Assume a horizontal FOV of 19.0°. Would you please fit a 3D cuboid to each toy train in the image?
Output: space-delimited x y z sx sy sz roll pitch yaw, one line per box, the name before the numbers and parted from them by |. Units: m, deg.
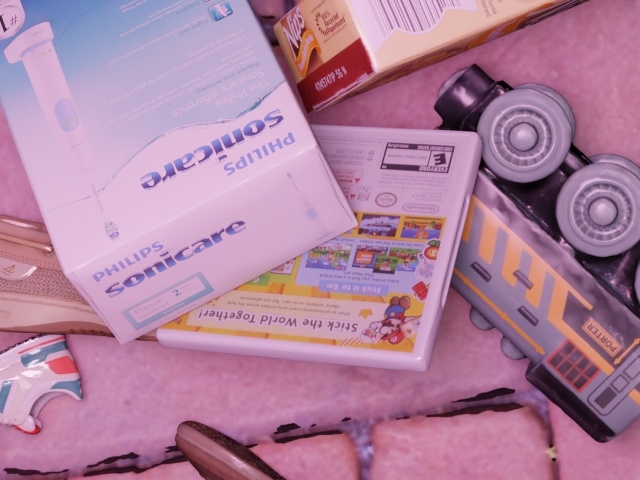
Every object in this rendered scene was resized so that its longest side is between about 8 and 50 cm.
toy train | 0.198 0.011 1.592 0.334 0.142 0.190 43 101 1

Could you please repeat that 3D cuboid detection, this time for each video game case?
video game case | 0.000 0.000 1.518 0.227 0.026 0.206 4 61 22

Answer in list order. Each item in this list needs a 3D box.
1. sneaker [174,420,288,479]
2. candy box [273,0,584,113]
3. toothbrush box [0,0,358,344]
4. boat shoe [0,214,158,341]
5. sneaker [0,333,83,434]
sneaker | -0.056 0.229 1.632 0.188 0.066 0.071 35 93 2
candy box | 0.137 -0.207 1.517 0.316 0.183 0.087 -23 91 -17
toothbrush box | -0.130 -0.100 1.533 0.216 0.126 0.295 -28 55 2
boat shoe | -0.150 0.025 1.605 0.341 0.121 0.110 2 92 3
sneaker | -0.279 0.141 1.643 0.161 0.057 0.075 -26 85 -1
